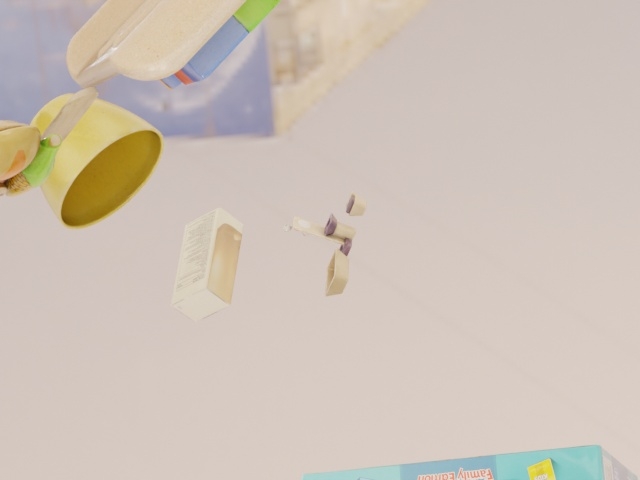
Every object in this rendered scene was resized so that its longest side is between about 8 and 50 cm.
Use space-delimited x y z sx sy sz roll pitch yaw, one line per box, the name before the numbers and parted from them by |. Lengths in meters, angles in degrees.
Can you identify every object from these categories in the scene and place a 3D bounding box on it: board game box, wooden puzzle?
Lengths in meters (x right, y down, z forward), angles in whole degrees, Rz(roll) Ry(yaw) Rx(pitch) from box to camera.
board game box | 0.178 0.304 2.075 0.336 0.079 0.254 -8 163 17
wooden puzzle | -0.047 -0.226 1.392 0.322 0.080 0.348 -48 -165 -6

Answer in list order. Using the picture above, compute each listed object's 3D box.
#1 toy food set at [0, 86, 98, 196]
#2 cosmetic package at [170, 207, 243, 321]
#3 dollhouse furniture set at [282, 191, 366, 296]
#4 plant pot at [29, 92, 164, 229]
toy food set | -0.242 -0.039 1.252 0.192 0.038 0.132 -21 165 -39
cosmetic package | -0.125 0.027 2.020 0.060 0.041 0.115 -25 -138 36
dollhouse furniture set | 0.000 0.000 2.105 0.081 0.091 0.114 19 -151 -9
plant pot | -0.238 -0.092 1.831 0.095 0.134 0.134 45 -140 18
